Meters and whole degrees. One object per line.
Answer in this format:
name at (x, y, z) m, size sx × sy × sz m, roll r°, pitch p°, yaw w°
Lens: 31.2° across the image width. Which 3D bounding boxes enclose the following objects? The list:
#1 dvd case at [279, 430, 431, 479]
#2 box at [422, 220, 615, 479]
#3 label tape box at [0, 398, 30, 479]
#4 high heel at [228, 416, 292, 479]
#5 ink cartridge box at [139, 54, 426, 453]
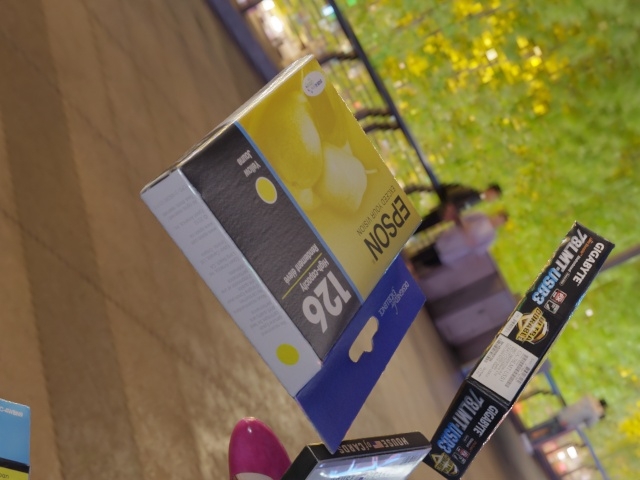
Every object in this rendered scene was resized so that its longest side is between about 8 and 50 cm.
dvd case at (-0.009, 0.290, 1.176) m, size 0.179 × 0.238 × 0.029 m, roll 4°, pitch 38°, yaw -48°
box at (0.265, 0.159, 1.558) m, size 0.073 × 0.293 × 0.295 m, roll 35°, pitch -29°, yaw 13°
label tape box at (-0.436, 0.320, 1.175) m, size 0.249 × 0.115 × 0.347 m, roll 27°, pitch 48°, yaw -44°
high heel at (-0.082, 0.337, 1.372) m, size 0.117 × 0.082 × 0.244 m, roll -61°, pitch 153°, yaw -61°
ink cartridge box at (0.000, 0.000, 1.145) m, size 0.307 × 0.072 × 0.303 m, roll 53°, pitch 35°, yaw -10°
